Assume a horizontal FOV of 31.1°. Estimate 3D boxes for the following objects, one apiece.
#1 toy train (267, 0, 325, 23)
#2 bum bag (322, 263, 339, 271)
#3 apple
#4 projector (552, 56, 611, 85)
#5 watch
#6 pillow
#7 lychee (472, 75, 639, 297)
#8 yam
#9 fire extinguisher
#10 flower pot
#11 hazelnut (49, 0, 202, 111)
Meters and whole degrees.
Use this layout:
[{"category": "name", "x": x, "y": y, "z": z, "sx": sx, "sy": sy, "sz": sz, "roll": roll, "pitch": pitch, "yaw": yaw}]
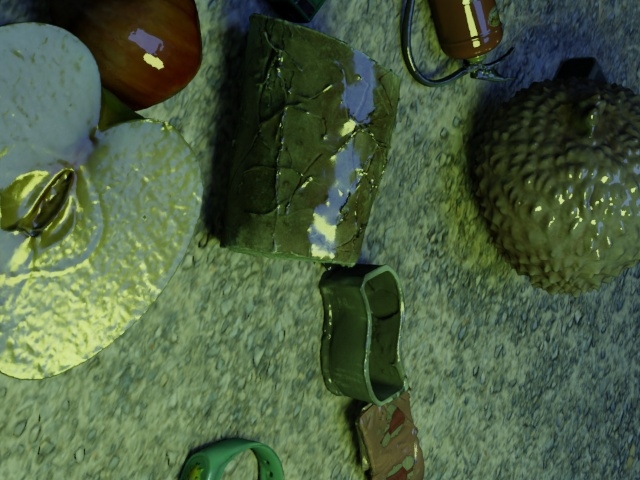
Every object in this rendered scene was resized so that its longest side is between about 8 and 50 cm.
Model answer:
[{"category": "toy train", "x": -0.045, "y": -0.420, "z": 1.728, "sx": 0.227, "sy": 0.091, "sz": 0.136, "roll": 40, "pitch": 77, "yaw": -40}, {"category": "bum bag", "x": 0.001, "y": 0.000, "z": 1.853, "sx": 0.124, "sy": 0.034, "sz": 0.058, "roll": 49, "pitch": 47, "yaw": -37}, {"category": "apple", "x": -0.338, "y": -0.045, "z": 1.336, "sx": 0.360, "sy": 0.320, "sz": 0.312, "roll": -57, "pitch": 168, "yaw": -18}, {"category": "projector", "x": 0.527, "y": -0.313, "z": 2.318, "sx": 0.082, "sy": 0.083, "sz": 0.083, "roll": 48, "pitch": 61, "yaw": -37}, {"category": "watch", "x": -0.143, "y": 0.414, "z": 1.731, "sx": 0.195, "sy": 0.068, "sz": 0.237, "roll": 35, "pitch": 65, "yaw": -44}, {"category": "pillow", "x": 0.119, "y": 0.359, "z": 1.983, "sx": 0.135, "sy": 0.049, "sz": 0.248, "roll": -38, "pitch": 131, "yaw": -32}, {"category": "lychee", "x": 0.453, "y": -0.096, "z": 2.074, "sx": 0.380, "sy": 0.380, "sz": 0.432, "roll": -45, "pitch": 154, "yaw": -33}, {"category": "yam", "x": -0.022, "y": -0.133, "z": 1.680, "sx": 0.241, "sy": 0.241, "sz": 0.348, "roll": 8, "pitch": 93, "yaw": -45}, {"category": "fire extinguisher", "x": 0.213, "y": -0.422, "z": 1.998, "sx": 0.200, "sy": 0.113, "sz": 0.376, "roll": -19, "pitch": 112, "yaw": 2}, {"category": "flower pot", "x": 0.068, "y": 0.151, "z": 1.885, "sx": 0.103, "sy": 0.108, "sz": 0.229, "roll": -12, "pitch": 101, "yaw": -44}, {"category": "hazelnut", "x": -0.250, "y": -0.263, "z": 1.486, "sx": 0.210, "sy": 0.210, "sz": 0.186, "roll": -40, "pitch": 151, "yaw": -35}]
